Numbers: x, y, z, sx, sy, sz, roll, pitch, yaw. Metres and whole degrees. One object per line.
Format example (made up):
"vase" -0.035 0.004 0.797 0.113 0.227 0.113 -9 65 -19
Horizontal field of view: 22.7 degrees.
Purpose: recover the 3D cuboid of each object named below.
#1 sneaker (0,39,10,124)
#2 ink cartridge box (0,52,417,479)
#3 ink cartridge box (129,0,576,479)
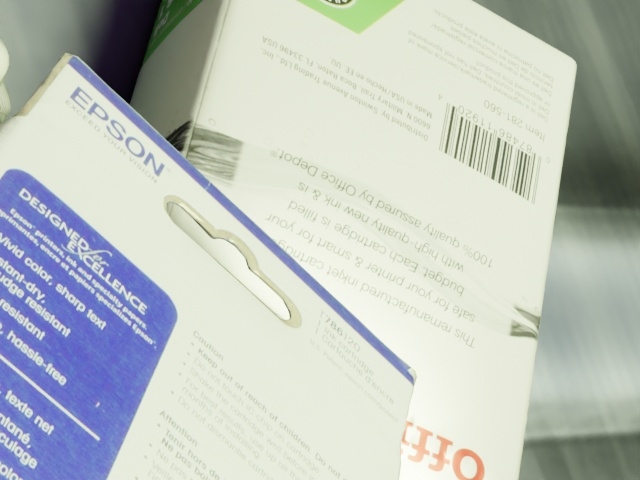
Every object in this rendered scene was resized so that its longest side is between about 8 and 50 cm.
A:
"sneaker" -0.170 -0.099 0.537 0.146 0.122 0.330 32 52 -42
"ink cartridge box" -0.067 0.087 0.386 0.165 0.065 0.332 43 27 -13
"ink cartridge box" 0.000 0.000 0.609 0.160 0.092 0.219 27 58 -22
